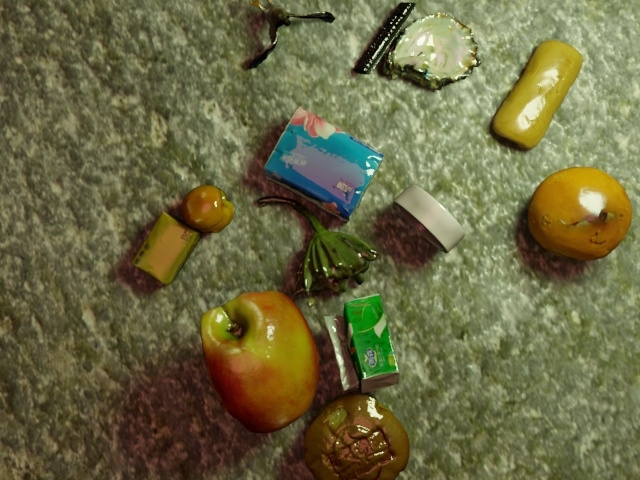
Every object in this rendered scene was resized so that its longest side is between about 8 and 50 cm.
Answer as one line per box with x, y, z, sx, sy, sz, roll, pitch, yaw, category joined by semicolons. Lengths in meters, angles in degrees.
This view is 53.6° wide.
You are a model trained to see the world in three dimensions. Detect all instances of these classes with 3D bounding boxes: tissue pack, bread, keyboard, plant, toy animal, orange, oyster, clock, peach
0.103;0.271;1.622;0.156;0.148;0.209;-13;64;0;tissue pack
0.587;-0.397;1.703;0.142;0.091;0.305;30;89;-3;bread
0.172;-0.550;1.721;0.025;0.094;0.230;33;93;-30;keyboard
0.001;-0.014;1.669;0.251;0.180;0.333;-22;83;-10;plant
-0.121;-0.587;1.690;0.272;0.197;0.160;-41;84;4;toy animal
0.653;-0.065;1.607;0.246;0.246;0.246;0;87;2;orange
0.009;-0.197;1.685;0.270;0.137;0.209;31;90;2;tissue pack
0.297;-0.504;1.720;0.260;0.092;0.198;-21;87;-8;oyster
0.280;-0.056;1.641;0.197;0.197;0.068;44;90;3;clock
-0.303;-0.083;1.695;0.138;0.138;0.138;0;87;2;peach
0.092;0.528;1.644;0.270;0.148;0.269;0;87;2;bread
-0.124;0.312;1.588;0.243;0.380;0.306;-17;61;2;peach
-0.414;0.020;1.716;0.120;0.082;0.169;32;88;2;tissue pack
